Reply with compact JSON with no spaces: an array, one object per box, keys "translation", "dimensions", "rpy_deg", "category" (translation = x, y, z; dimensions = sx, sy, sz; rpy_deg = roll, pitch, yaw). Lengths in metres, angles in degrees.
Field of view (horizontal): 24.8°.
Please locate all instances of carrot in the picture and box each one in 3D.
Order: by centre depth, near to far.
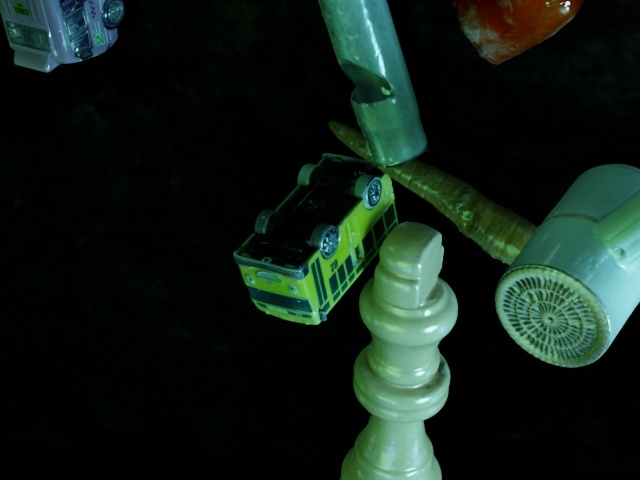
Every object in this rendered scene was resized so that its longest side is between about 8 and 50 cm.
[{"translation":[0.111,-0.047,1.389],"dimensions":[0.254,0.049,0.049],"rpy_deg":[34,139,14],"category":"carrot"}]

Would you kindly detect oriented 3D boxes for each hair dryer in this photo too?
[{"translation":[0.290,-0.038,1.148],"dimensions":[0.107,0.173,0.357],"rpy_deg":[43,141,-3],"category":"hair dryer"}]

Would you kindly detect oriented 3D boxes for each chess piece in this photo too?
[{"translation":[0.086,0.145,1.528],"dimensions":[0.117,0.117,0.397],"rpy_deg":[23,134,22],"category":"chess piece"}]

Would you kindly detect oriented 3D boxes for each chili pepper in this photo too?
[{"translation":[0.177,-0.212,1.164],"dimensions":[0.086,0.084,0.192],"rpy_deg":[22,151,-28],"category":"chili pepper"}]

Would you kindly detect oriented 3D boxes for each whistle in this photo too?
[{"translation":[0.030,-0.211,1.298],"dimensions":[0.062,0.062,0.312],"rpy_deg":[4,126,36],"category":"whistle"}]

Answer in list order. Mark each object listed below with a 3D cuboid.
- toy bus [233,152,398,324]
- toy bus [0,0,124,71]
[{"translation":[0.000,0.000,1.418],"dimensions":[0.088,0.175,0.101],"rpy_deg":[14,135,30],"category":"toy bus"},{"translation":[-0.273,-0.271,1.453],"dimensions":[0.096,0.108,0.199],"rpy_deg":[16,133,28],"category":"toy bus"}]
